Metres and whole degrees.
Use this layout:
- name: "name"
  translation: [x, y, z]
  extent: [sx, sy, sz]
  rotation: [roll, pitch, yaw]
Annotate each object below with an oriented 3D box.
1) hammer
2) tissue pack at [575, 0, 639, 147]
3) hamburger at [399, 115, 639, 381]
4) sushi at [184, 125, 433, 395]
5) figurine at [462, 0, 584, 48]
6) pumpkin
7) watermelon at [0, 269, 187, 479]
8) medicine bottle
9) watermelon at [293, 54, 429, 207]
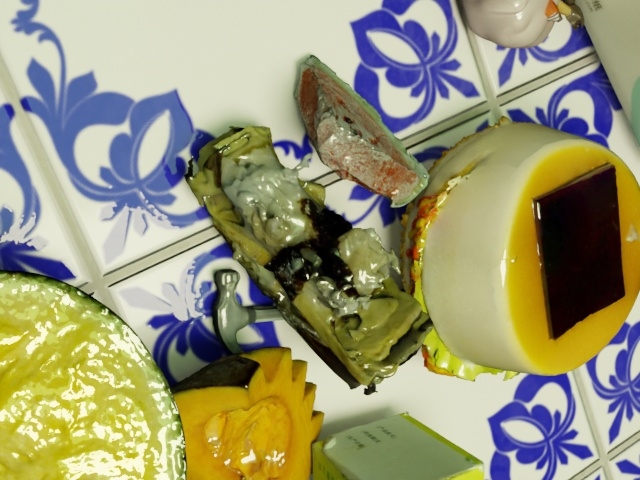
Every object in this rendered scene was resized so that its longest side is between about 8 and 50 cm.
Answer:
- name: "hammer"
  translation: [0.003, 0.079, 0.875]
  extent: [0.246, 0.029, 0.103]
  rotation: [-2, 95, -26]
- name: "tissue pack"
  translation: [0.448, -0.272, 0.905]
  extent: [0.194, 0.266, 0.357]
  rotation: [-42, 109, -29]
- name: "hamburger"
  translation: [0.213, 0.009, 0.879]
  extent: [0.294, 0.179, 0.276]
  rotation: [-25, 113, -27]
- name: "sushi"
  translation: [-0.002, 0.002, 0.791]
  extent: [0.139, 0.131, 0.291]
  rotation: [-37, 78, -23]
- name: "figurine"
  translation: [0.191, -0.287, 0.881]
  extent: [0.229, 0.137, 0.112]
  rotation: [40, 110, -18]
- name: "pumpkin"
  translation: [-0.089, 0.180, 0.811]
  extent: [0.130, 0.149, 0.254]
  rotation: [-69, 155, -46]
- name: "watermelon"
  translation: [-0.292, 0.187, 0.667]
  extent: [0.330, 0.189, 0.331]
  rotation: [5, 79, -25]
- name: "medicine bottle"
  translation: [0.073, 0.326, 0.841]
  extent: [0.141, 0.137, 0.250]
  rotation: [-10, 108, -34]
- name: "watermelon"
  translation: [0.018, -0.104, 0.808]
  extent: [0.071, 0.139, 0.187]
  rotation: [-45, 78, 19]
